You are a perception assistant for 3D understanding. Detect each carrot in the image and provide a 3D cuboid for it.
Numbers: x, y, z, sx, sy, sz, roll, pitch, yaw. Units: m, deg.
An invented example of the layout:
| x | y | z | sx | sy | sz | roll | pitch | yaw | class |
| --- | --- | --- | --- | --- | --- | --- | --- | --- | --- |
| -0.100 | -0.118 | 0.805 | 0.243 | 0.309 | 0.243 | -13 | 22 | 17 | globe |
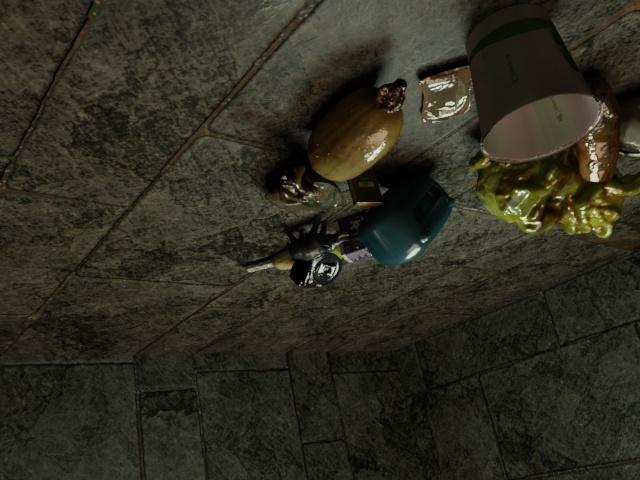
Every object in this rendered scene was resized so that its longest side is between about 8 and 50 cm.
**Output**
| x | y | z | sx | sy | sz | roll | pitch | yaw | class |
| --- | --- | --- | --- | --- | --- | --- | --- | --- | --- |
| 0.731 | -0.300 | 1.608 | 0.139 | 0.138 | 0.302 | -17 | 135 | 13 | carrot |

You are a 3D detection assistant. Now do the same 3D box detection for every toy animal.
| x | y | z | sx | sy | sz | roll | pitch | yaw | class |
| --- | --- | --- | --- | --- | --- | --- | --- | --- | --- |
| 0.002 | -0.009 | 2.029 | 0.269 | 0.137 | 0.082 | -13 | 156 | 24 | toy animal |

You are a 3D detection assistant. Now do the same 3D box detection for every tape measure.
| x | y | z | sx | sy | sz | roll | pitch | yaw | class |
| --- | --- | --- | --- | --- | --- | --- | --- | --- | --- |
| -0.003 | 0.081 | 2.199 | 0.186 | 0.112 | 0.199 | 4 | 116 | -42 | tape measure |

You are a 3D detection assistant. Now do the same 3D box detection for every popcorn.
| x | y | z | sx | sy | sz | roll | pitch | yaw | class |
| --- | --- | --- | --- | --- | --- | --- | --- | --- | --- |
| 0.872 | -0.164 | 1.909 | 0.326 | 0.290 | 0.321 | 1 | 165 | 20 | popcorn |
| 0.583 | -0.188 | 1.722 | 0.312 | 0.312 | 0.312 | -10 | 158 | -4 | popcorn |

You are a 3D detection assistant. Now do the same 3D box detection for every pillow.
| x | y | z | sx | sy | sz | roll | pitch | yaw | class |
| --- | --- | --- | --- | --- | --- | --- | --- | --- | --- |
| 0.312 | -0.357 | 1.484 | 0.135 | 0.034 | 0.211 | -16 | 159 | 7 | pillow |

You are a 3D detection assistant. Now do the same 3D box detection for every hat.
| x | y | z | sx | sy | sz | roll | pitch | yaw | class |
| --- | --- | --- | --- | --- | --- | --- | --- | --- | --- |
| 0.934 | -0.329 | 1.694 | 0.275 | 0.232 | 0.161 | -15 | 129 | -34 | hat |

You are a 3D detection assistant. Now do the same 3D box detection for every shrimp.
| x | y | z | sx | sy | sz | roll | pitch | yaw | class |
| --- | --- | --- | --- | --- | --- | --- | --- | --- | --- |
| -0.057 | -0.138 | 1.666 | 0.221 | 0.110 | 0.445 | -2 | 174 | 5 | shrimp |

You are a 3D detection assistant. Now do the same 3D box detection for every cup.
| x | y | z | sx | sy | sz | roll | pitch | yaw | class |
| --- | --- | --- | --- | --- | --- | --- | --- | --- | --- |
| 0.434 | -0.335 | 1.285 | 0.253 | 0.274 | 0.253 | -8 | 157 | -4 | cup |

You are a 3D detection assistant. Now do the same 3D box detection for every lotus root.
| x | y | z | sx | sy | sz | roll | pitch | yaw | class |
| --- | --- | --- | --- | --- | --- | --- | --- | --- | --- |
| 0.091 | -0.260 | 1.428 | 0.151 | 0.169 | 0.343 | -41 | -178 | -39 | lotus root |

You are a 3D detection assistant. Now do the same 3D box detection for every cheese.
| x | y | z | sx | sy | sz | roll | pitch | yaw | class |
| --- | --- | --- | --- | --- | --- | --- | --- | --- | --- |
| -0.157 | 0.082 | 2.273 | 0.255 | 0.050 | 0.127 | -14 | 158 | 6 | cheese |

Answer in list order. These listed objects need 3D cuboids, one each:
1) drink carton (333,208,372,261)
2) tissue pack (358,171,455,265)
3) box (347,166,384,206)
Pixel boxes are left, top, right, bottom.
| x | y | z | sx | sy | sz | roll | pitch | yaw | class |
| --- | --- | --- | --- | --- | --- | --- | --- | --- | --- |
| 0.174 | -0.026 | 2.072 | 0.222 | 0.134 | 0.102 | -19 | 156 | 16 | drink carton |
| 0.266 | -0.072 | 1.807 | 0.287 | 0.198 | 0.206 | -45 | -171 | -39 | tissue pack |
| 0.124 | -0.159 | 1.731 | 0.090 | 0.133 | 0.023 | -2 | 152 | -26 | box |
